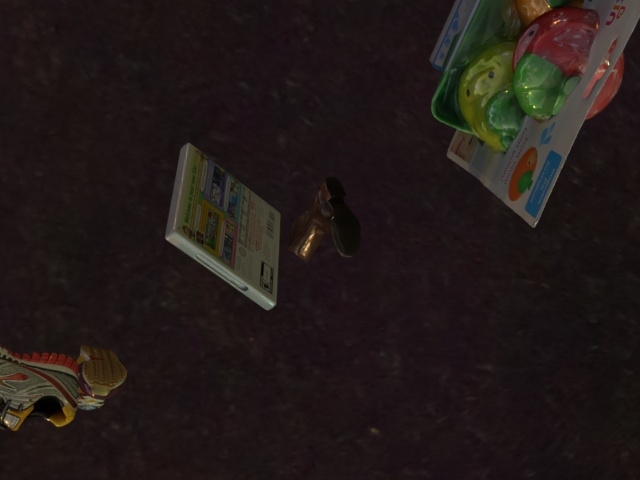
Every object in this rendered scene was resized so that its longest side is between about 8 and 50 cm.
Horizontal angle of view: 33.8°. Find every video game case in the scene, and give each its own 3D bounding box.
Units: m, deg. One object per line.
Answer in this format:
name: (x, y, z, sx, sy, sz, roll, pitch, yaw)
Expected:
video game case: (-0.136, -0.023, 1.535, 0.023, 0.193, 0.212, -37, 31, 27)

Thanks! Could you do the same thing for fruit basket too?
fruit basket: (0.230, -0.205, 1.095, 0.165, 0.353, 0.327, 23, 103, -6)

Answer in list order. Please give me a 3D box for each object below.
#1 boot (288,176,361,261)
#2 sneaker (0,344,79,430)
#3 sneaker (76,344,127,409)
boot: (0.000, 0.000, 1.193, 0.114, 0.037, 0.106, -50, 41, 46)
sneaker: (-0.399, 0.185, 1.312, 0.088, 0.225, 0.092, -44, 50, 37)
sneaker: (-0.323, 0.213, 1.518, 0.070, 0.185, 0.084, 14, 95, -15)
